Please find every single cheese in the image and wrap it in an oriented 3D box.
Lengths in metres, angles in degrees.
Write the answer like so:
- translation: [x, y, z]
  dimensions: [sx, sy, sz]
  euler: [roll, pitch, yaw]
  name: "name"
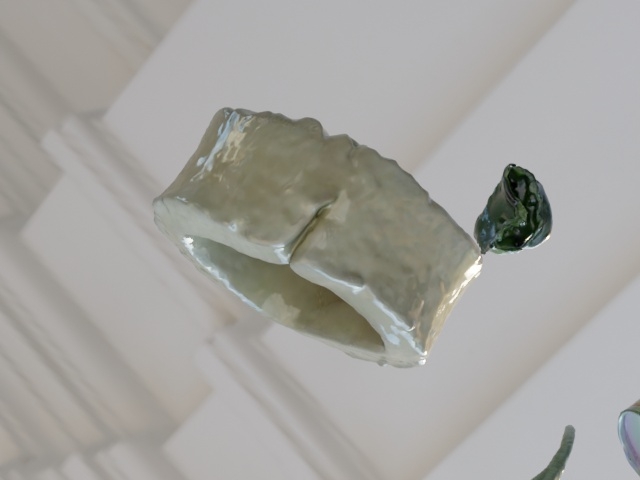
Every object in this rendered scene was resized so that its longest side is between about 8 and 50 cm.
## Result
- translation: [-0.003, 0.001, 1.678]
  dimensions: [0.332, 0.153, 0.292]
  euler: [14, 157, 43]
  name: "cheese"

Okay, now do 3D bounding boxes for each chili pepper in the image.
- translation: [0.231, -0.030, 1.936]
  dimensions: [0.062, 0.108, 0.216]
  euler: [11, 174, -9]
  name: "chili pepper"

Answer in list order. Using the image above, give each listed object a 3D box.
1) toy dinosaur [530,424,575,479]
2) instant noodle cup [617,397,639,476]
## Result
- translation: [0.207, 0.308, 1.619]
  dimensions: [0.092, 0.205, 0.393]
  euler: [52, -144, -27]
  name: "toy dinosaur"
- translation: [0.560, 0.298, 2.393]
  dimensions: [0.153, 0.205, 0.205]
  euler: [-27, -116, -17]
  name: "instant noodle cup"
